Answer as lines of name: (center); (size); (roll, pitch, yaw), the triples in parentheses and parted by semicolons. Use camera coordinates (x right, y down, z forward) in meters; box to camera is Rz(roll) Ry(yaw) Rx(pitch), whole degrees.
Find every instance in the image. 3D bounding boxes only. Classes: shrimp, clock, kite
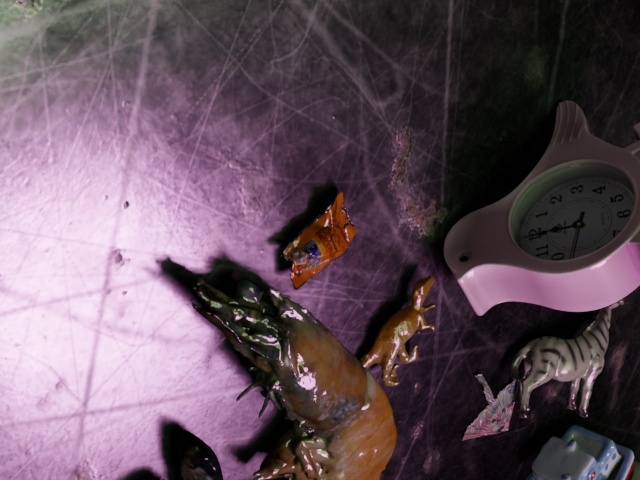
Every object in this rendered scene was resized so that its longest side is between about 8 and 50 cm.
shrimp: (-0.062, 0.204, 1.163); (0.272, 0.085, 0.445); (-39, 134, -11)
clock: (0.297, -0.046, 1.285); (0.080, 0.275, 0.290); (54, 36, -40)
kite: (0.247, 0.234, 1.488); (0.139, 0.011, 0.157); (-46, 134, -17)

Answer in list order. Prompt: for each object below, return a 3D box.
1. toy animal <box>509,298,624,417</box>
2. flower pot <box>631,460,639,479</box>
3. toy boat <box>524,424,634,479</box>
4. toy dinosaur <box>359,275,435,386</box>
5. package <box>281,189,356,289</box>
toy animal: (0.357, 0.167, 1.508); (0.216, 0.073, 0.176); (1, 96, -35)
flower pot: (0.485, 0.535, 1.674); (0.254, 0.164, 0.368); (-6, 120, -82)
toy boat: (0.335, 0.417, 1.556); (0.332, 0.145, 0.133); (-48, 134, -20)
toy dinosaur: (0.077, 0.120, 1.267); (0.162, 0.039, 0.126); (-19, 123, -26)
package: (0.001, 0.001, 1.140); (0.110, 0.033, 0.077); (-41, 122, -25)
